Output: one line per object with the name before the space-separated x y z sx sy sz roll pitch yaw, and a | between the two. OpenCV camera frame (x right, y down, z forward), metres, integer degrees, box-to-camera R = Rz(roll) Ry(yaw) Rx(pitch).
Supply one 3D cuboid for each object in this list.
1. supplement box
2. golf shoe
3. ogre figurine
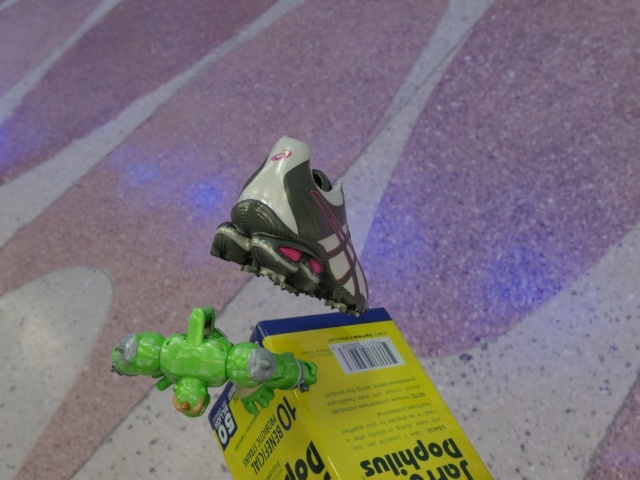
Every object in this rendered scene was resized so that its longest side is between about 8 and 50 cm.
supplement box | 0.044 0.275 0.877 0.195 0.194 0.356 -3 46 -36
golf shoe | 0.000 0.000 0.748 0.105 0.273 0.120 18 81 20
ogre figurine | -0.110 0.113 0.724 0.197 0.118 0.096 24 79 10
